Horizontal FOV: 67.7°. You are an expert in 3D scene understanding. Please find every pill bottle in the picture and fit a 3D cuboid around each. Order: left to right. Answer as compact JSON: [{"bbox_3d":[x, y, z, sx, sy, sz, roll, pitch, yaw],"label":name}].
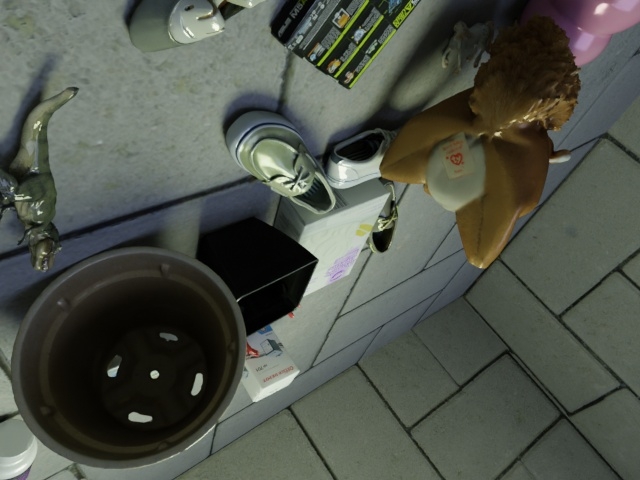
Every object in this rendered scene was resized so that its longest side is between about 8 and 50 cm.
[{"bbox_3d":[-0.652,0.452,0.985,0.108,0.108,0.193,-10,144,-48],"label":"pill bottle"}]

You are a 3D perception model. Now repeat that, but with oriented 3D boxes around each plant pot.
[{"bbox_3d":[-0.311,0.219,0.854,0.334,0.333,0.305,-28,166,-22],"label":"plant pot"},{"bbox_3d":[-0.144,0.066,0.940,0.188,0.167,0.188,-26,155,-35],"label":"plant pot"}]

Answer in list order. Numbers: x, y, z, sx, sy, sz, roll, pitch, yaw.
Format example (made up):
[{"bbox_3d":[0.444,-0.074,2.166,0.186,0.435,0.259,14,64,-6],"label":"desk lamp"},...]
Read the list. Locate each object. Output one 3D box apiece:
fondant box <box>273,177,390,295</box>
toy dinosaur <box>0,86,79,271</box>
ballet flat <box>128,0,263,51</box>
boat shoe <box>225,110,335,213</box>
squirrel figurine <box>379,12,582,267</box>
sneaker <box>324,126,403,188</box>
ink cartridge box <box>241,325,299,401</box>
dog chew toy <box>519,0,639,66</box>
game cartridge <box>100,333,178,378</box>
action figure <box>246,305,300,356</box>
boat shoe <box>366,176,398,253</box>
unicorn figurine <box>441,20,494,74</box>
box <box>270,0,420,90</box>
[{"bbox_3d":[0.000,0.000,1.125,0.238,0.096,0.330,-23,153,-31],"label":"fondant box"},{"bbox_3d":[-0.355,-0.061,0.551,0.118,0.064,0.268,-23,151,-47],"label":"toy dinosaur"},{"bbox_3d":[-0.110,-0.266,0.518,0.213,0.068,0.072,-37,156,-4],"label":"ballet flat"},{"bbox_3d":[-0.048,-0.126,0.826,0.109,0.094,0.302,-44,156,11],"label":"boat shoe"},{"bbox_3d":[0.369,-0.203,0.908,0.371,0.281,0.396,-18,142,-43],"label":"squirrel figurine"},{"bbox_3d":[0.128,-0.185,0.974,0.258,0.094,0.091,-28,159,-21],"label":"sneaker"},{"bbox_3d":[-0.173,0.339,1.366,0.140,0.190,0.082,-15,147,-43],"label":"ink cartridge box"},{"bbox_3d":[0.494,-0.438,0.933,0.207,0.206,0.331,-24,161,-30],"label":"dog chew toy"},{"bbox_3d":[-0.433,0.299,1.097,0.297,0.062,0.198,-11,149,-47],"label":"game cartridge"},{"bbox_3d":[-0.163,0.254,1.307,0.280,0.139,0.091,-16,146,-38],"label":"action figure"},{"bbox_3d":[0.156,-0.065,1.234,0.109,0.091,0.305,-33,156,-15],"label":"boat shoe"},{"bbox_3d":[0.276,-0.374,0.906,0.162,0.060,0.111,-44,156,-29],"label":"unicorn figurine"},{"bbox_3d":[0.047,-0.325,0.670,0.190,0.045,0.184,-49,157,21],"label":"box"}]
